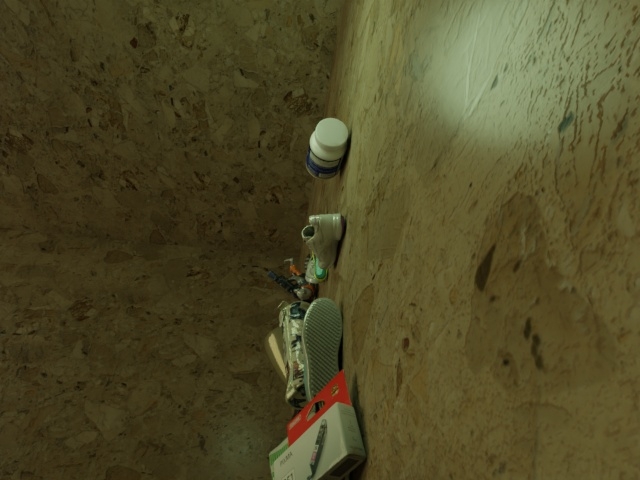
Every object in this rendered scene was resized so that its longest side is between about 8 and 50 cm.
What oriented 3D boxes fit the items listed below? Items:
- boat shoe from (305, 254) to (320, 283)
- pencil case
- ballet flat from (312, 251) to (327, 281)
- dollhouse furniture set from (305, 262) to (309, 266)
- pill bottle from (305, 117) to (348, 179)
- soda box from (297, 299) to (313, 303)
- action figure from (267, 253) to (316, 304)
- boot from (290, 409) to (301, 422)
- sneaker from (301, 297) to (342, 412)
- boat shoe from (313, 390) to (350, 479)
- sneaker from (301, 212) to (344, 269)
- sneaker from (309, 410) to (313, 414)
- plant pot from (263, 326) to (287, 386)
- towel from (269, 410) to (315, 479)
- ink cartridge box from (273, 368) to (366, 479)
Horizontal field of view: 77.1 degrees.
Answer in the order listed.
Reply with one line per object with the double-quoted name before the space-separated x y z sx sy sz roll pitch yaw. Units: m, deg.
"boat shoe" -0.030 0.136 2.000 0.258 0.095 0.084 -105 17 -72
"pencil case" -0.070 0.417 1.502 0.160 0.184 0.410 -54 29 27
"ballet flat" 0.003 0.081 1.863 0.077 0.077 0.230 66 -156 -67
"dollhouse furniture set" -0.045 0.173 2.182 0.091 0.081 0.114 -94 11 -61
"pill bottle" 0.027 -0.367 1.628 0.264 0.153 0.153 114 161 -71
"soda box" -0.093 0.392 2.445 0.263 0.084 0.092 -158 73 -84
"action figure" -0.123 0.206 2.244 0.178 0.341 0.330 -42 30 16
"boot" -0.119 0.968 2.131 0.106 0.082 0.219 120 157 -83
"sneaker" -0.005 0.371 1.293 0.150 0.135 0.365 110 166 -56
"boat shoe" 0.024 0.537 1.026 0.109 0.091 0.304 102 172 -48
"sneaker" 0.000 0.000 1.535 0.305 0.152 0.114 100 171 -50
"sneaker" -0.043 0.761 1.601 0.094 0.082 0.208 -93 21 -56
"plant pot" -0.135 0.603 2.019 0.274 0.257 0.256 -117 30 -50
"towel" -0.076 0.707 1.353 0.248 0.038 0.325 -41 0 -11
"ink cartridge box" -0.019 0.479 0.976 0.275 0.060 0.238 -51 28 22
